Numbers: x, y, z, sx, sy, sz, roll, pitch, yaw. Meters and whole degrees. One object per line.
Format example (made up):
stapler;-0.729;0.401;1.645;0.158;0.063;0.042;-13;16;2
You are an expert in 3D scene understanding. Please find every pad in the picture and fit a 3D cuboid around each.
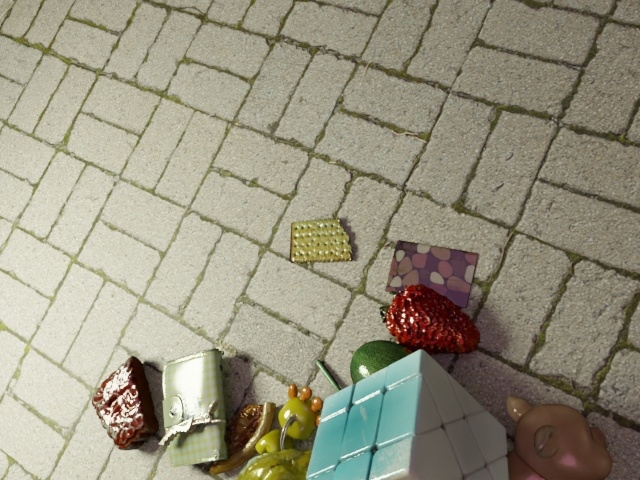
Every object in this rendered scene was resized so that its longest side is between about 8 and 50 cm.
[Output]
pad;0.308;0.090;1.640;0.234;0.003;0.158;10;79;23

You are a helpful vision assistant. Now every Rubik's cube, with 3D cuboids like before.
Rubik's cube;0.190;0.493;1.271;0.315;0.319;0.322;-35;20;33

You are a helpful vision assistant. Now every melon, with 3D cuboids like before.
melon;0.190;0.359;1.511;0.287;0.182;0.182;33;88;22

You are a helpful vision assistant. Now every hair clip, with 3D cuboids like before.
hair clip;-0.365;0.513;1.641;0.225;0.034;0.072;-26;61;17

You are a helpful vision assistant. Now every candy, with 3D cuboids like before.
candy;0.077;0.451;1.596;0.097;0.097;0.323;-43;58;5

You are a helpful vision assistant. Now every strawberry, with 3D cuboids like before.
strawberry;0.279;0.215;1.559;0.285;0.106;0.188;17;85;23

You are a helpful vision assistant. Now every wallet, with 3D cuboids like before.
wallet;-0.367;0.489;1.712;0.223;0.077;0.310;-17;65;22

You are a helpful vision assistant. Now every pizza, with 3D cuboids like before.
pizza;-0.226;0.558;1.680;0.271;0.056;0.134;-40;66;7

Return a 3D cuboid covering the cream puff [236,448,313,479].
cream puff;-0.040;0.678;1.414;0.377;0.378;0.276;-17;48;15

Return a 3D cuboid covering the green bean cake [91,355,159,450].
green bean cake;-0.587;0.507;1.804;0.198;0.097;0.233;-41;65;6

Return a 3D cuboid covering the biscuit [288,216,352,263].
biscuit;0.000;0.000;1.772;0.203;0.016;0.144;-5;74;20

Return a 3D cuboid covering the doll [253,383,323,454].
doll;-0.075;0.498;1.597;0.143;0.135;0.221;42;104;27

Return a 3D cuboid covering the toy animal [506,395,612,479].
toy animal;0.502;0.522;1.346;0.326;0.237;0.269;-28;97;7
